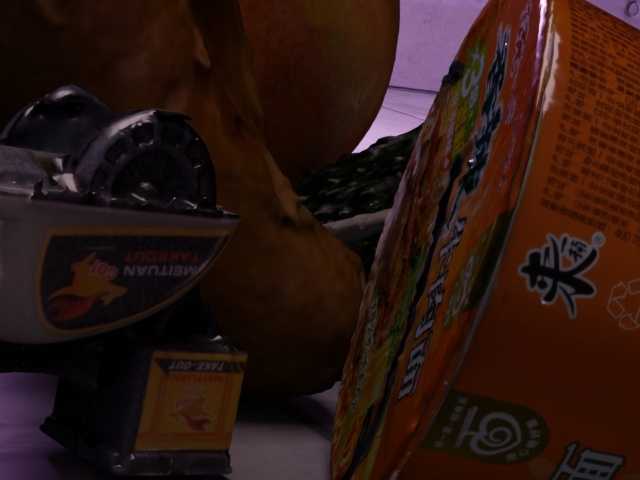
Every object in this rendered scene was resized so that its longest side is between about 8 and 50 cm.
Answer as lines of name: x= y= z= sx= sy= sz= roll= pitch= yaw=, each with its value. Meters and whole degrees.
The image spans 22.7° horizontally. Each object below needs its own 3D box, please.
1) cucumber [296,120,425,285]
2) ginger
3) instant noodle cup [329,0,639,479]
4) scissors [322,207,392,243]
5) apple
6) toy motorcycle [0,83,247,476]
cucumber: x=0.152 y=-0.060 z=0.966 sx=0.359 sy=0.096 sz=0.096 roll=-22 pitch=-5 yaw=26
ginger: x=-0.092 y=-0.064 z=0.734 sx=0.172 sy=0.321 sz=0.165 roll=-7 pitch=29 yaw=28
instant noodle cup: x=0.125 y=0.024 z=0.637 sx=0.182 sy=0.230 sz=0.230 roll=18 pitch=9 yaw=-7
scissors: x=0.000 y=0.000 z=0.851 sx=0.109 sy=0.022 sz=0.300 roll=0 pitch=-9 yaw=-39
apple: x=-0.113 y=-0.163 z=1.122 sx=0.339 sy=0.340 sz=0.339 roll=10 pitch=10 yaw=-2
toy motorcycle: x=-0.138 y=0.015 z=0.572 sx=0.263 sy=0.157 sz=0.091 roll=4 pitch=9 yaw=-41
